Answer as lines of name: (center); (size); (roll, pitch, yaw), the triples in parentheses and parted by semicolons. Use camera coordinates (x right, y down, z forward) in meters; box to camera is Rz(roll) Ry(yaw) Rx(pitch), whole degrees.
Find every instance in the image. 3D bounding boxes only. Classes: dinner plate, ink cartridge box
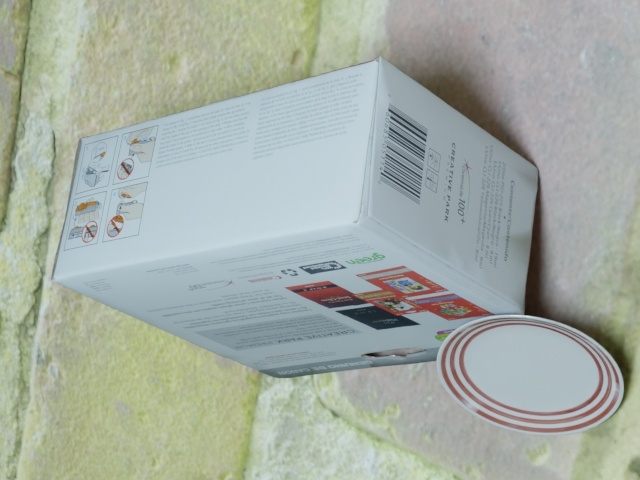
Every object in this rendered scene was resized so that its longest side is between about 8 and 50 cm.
dinner plate: (0.158, 0.098, 1.206); (0.141, 0.017, 0.141); (12, 139, 10)
ink cartridge box: (0.000, 0.000, 1.248); (0.309, 0.272, 0.130); (-10, 63, 38)
